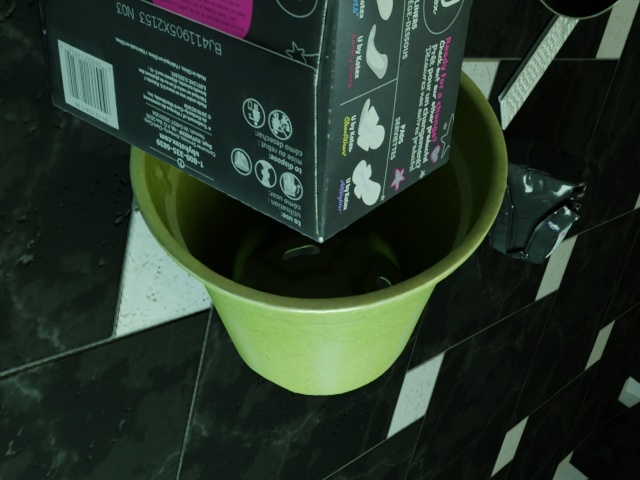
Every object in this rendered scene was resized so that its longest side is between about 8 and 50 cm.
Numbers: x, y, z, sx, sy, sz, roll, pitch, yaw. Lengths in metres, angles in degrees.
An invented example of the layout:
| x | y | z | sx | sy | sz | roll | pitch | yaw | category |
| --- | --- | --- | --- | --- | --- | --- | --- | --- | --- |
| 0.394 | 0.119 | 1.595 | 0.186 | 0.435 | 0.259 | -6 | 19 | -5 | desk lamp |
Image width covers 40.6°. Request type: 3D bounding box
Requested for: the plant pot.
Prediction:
| x | y | z | sx | sy | sz | roll | pitch | yaw | category |
| --- | --- | --- | --- | --- | --- | --- | --- | --- | --- |
| 0.000 | 0.000 | 0.738 | 0.276 | 0.276 | 0.254 | -47 | 157 | -25 | plant pot |

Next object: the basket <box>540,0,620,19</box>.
| x | y | z | sx | sy | sz | roll | pitch | yaw | category |
| --- | --- | --- | --- | --- | --- | --- | --- | --- | --- |
| 0.376 | -0.404 | 1.086 | 0.227 | 0.154 | 0.204 | -36 | 142 | -44 | basket |

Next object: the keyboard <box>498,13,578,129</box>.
| x | y | z | sx | sy | sz | roll | pitch | yaw | category |
| --- | --- | --- | --- | --- | --- | --- | --- | --- | --- |
| 0.323 | -0.272 | 1.233 | 0.256 | 0.014 | 0.072 | -54 | 148 | -15 | keyboard |

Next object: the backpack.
| x | y | z | sx | sy | sz | roll | pitch | yaw | category |
| --- | --- | --- | --- | --- | --- | --- | --- | --- | --- |
| 0.315 | -0.054 | 1.269 | 0.115 | 0.152 | 0.182 | -46 | 151 | -35 | backpack |

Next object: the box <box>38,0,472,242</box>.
| x | y | z | sx | sy | sz | roll | pitch | yaw | category |
| --- | --- | --- | --- | --- | --- | --- | --- | --- | --- |
| -0.046 | -0.135 | 0.540 | 0.142 | 0.247 | 0.163 | -32 | 138 | -40 | box |
